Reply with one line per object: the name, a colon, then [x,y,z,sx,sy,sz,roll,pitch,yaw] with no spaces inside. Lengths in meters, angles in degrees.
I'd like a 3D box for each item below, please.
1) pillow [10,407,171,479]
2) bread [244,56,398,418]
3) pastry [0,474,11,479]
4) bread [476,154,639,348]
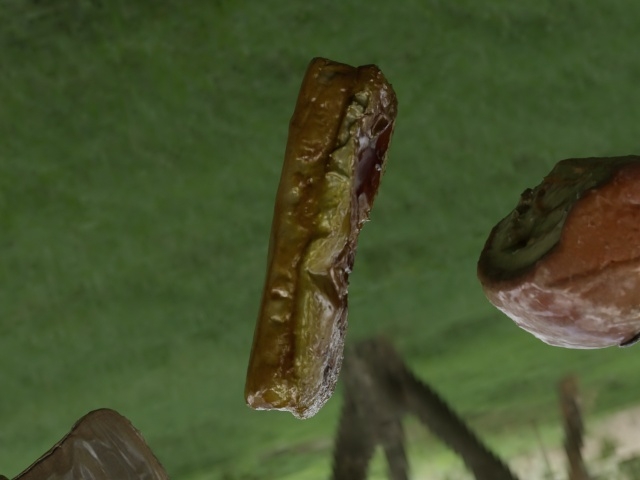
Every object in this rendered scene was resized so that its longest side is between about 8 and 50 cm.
pillow: [-0.254,0.269,1.782,0.211,0.135,0.034,-34,-177,-14]
bread: [-0.002,-0.001,1.352,0.077,0.271,0.139,12,175,3]
pastry: [-0.415,0.346,2.150,0.192,0.182,0.093,112,-1,-46]
bread: [0.238,0.008,1.593,0.190,0.123,0.244,-50,-171,-8]
